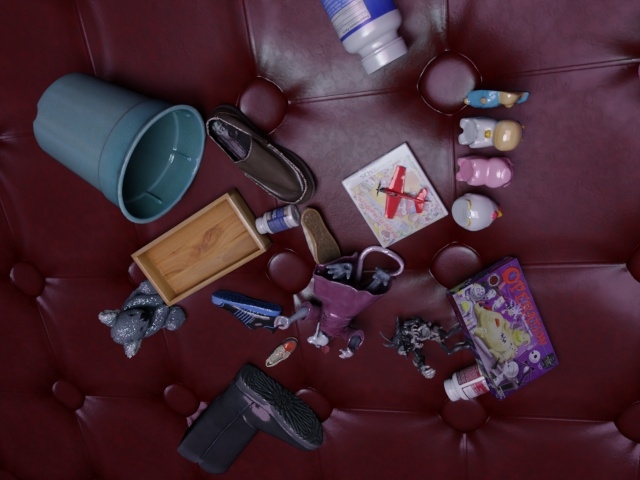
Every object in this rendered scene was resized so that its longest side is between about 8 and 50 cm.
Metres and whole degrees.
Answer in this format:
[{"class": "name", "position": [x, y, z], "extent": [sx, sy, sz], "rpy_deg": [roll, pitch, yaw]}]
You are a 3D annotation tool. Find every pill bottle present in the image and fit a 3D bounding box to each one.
[{"class": "pill bottle", "position": [-0.124, -0.059, 1.447], "extent": [0.120, 0.067, 0.067], "rpy_deg": [-16, 106, 19]}, {"class": "pill bottle", "position": [0.448, 0.417, 1.472], "extent": [0.152, 0.086, 0.086], "rpy_deg": [-31, 100, 23]}, {"class": "pill bottle", "position": [0.097, -0.536, 1.160], "extent": [0.152, 0.152, 0.272], "rpy_deg": [-26, 103, 22]}]

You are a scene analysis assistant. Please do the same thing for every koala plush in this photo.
[{"class": "koala plush", "position": [-0.594, 0.262, 1.606], "extent": [0.203, 0.221, 0.196], "rpy_deg": [-26, 103, 22]}]

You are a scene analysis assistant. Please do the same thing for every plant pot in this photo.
[{"class": "plant pot", "position": [-0.549, -0.273, 1.351], "extent": [0.334, 0.341, 0.341], "rpy_deg": [28, 115, 12]}]

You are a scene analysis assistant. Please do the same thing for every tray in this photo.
[{"class": "tray", "position": [-0.369, 0.027, 1.541], "extent": [0.411, 0.076, 0.203], "rpy_deg": [-29, 101, 22]}]

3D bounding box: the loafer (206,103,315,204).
[{"class": "loafer", "position": [-0.178, -0.218, 1.364], "extent": [0.366, 0.130, 0.134], "rpy_deg": [38, 115, -2]}]

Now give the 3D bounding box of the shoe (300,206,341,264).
[{"class": "shoe", "position": [0.000, 0.000, 1.450], "extent": [0.076, 0.058, 0.219], "rpy_deg": [-25, 109, -10]}]

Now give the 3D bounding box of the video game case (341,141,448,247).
[{"class": "video game case", "position": [0.202, -0.119, 1.362], "extent": [0.206, 0.026, 0.227], "rpy_deg": [-29, 101, 23]}]

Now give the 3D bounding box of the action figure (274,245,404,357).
[{"class": "action figure", "position": [0.045, 0.188, 1.462], "extent": [0.248, 0.276, 0.370], "rpy_deg": [32, 135, 13]}]

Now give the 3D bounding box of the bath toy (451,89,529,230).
[{"class": "bath toy", "position": [0.421, -0.190, 1.230], "extent": [0.129, 0.151, 0.348], "rpy_deg": [-6, 114, -21]}]

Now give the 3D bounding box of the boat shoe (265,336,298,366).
[{"class": "boat shoe", "position": [-0.126, 0.365, 1.624], "extent": [0.137, 0.043, 0.049], "rpy_deg": [-39, 95, 23]}]

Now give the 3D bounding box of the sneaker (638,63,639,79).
[{"class": "sneaker", "position": [0.763, -0.323, 1.111], "extent": [0.072, 0.077, 0.178], "rpy_deg": [-27, 102, 23]}]

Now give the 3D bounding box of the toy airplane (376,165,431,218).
[{"class": "toy airplane", "position": [0.220, -0.116, 1.329], "extent": [0.151, 0.028, 0.151], "rpy_deg": [5, 110, 13]}]

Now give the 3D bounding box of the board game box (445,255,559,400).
[{"class": "board game box", "position": [0.502, 0.242, 1.364], "extent": [0.208, 0.056, 0.347], "rpy_deg": [-30, 103, -12]}]

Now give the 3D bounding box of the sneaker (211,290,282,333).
[{"class": "sneaker", "position": [-0.239, 0.229, 1.580], "extent": [0.232, 0.081, 0.090], "rpy_deg": [15, 106, 7]}]

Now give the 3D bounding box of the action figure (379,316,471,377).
[{"class": "action figure", "position": [0.308, 0.293, 1.433], "extent": [0.275, 0.141, 0.164], "rpy_deg": [-10, 111, 15]}]

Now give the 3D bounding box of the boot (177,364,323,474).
[{"class": "boot", "position": [-0.250, 0.686, 1.720], "extent": [0.367, 0.146, 0.445], "rpy_deg": [42, 112, 5]}]
